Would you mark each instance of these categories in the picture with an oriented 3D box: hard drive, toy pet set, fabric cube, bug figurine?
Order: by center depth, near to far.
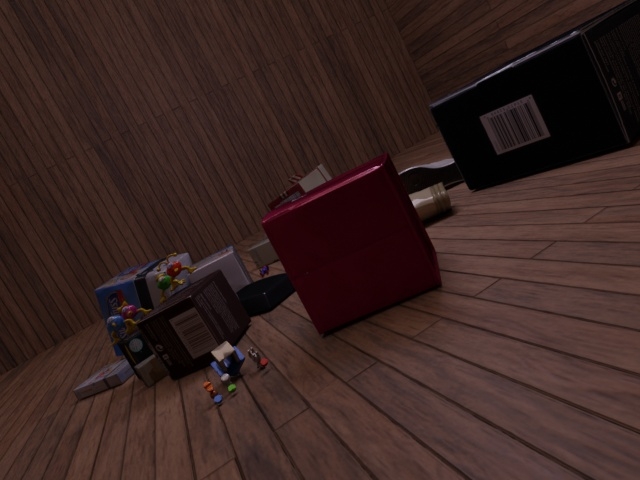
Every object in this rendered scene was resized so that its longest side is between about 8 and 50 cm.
[{"bbox_3d":[-0.171,0.261,1.046,0.122,0.065,0.114,-35,46,-23],"label":"toy pet set"},{"bbox_3d":[0.072,-0.006,1.105,0.258,0.259,0.254,-25,8,15],"label":"fabric cube"},{"bbox_3d":[-0.449,0.148,1.389,0.279,0.072,0.216,-45,4,-18],"label":"bug figurine"},{"bbox_3d":[-0.187,0.164,1.574,0.254,0.054,0.172,-19,12,44],"label":"hard drive"}]

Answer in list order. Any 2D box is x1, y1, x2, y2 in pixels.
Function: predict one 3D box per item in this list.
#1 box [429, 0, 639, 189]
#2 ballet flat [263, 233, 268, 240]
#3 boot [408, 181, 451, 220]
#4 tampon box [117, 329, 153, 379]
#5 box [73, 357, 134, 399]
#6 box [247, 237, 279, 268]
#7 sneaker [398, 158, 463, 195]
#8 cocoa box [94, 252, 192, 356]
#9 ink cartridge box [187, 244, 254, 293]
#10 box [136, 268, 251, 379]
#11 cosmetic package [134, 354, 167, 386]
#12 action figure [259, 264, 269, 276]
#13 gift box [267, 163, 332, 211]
[{"bbox_3d":[0.661,-0.410,1.501,0.471,0.297,0.480,-35,11,-33],"label":"box"},{"bbox_3d":[-0.136,-0.012,2.300,0.316,0.107,0.106,-29,46,44],"label":"ballet flat"},{"bbox_3d":[0.274,-0.099,1.568,0.203,0.095,0.262,-22,3,7],"label":"boot"},{"bbox_3d":[-0.440,0.282,1.449,0.161,0.120,0.101,-34,10,-34],"label":"tampon box"},{"bbox_3d":[-0.619,0.399,1.596,0.186,0.038,0.145,-25,9,24],"label":"box"},{"bbox_3d":[-0.153,0.017,2.180,0.275,0.094,0.113,-22,11,32],"label":"box"},{"bbox_3d":[0.394,-0.218,1.853,0.290,0.106,0.123,-11,7,10],"label":"sneaker"},{"bbox_3d":[-0.553,0.200,1.783,0.228,0.231,0.347,-14,9,0],"label":"cocoa box"},{"bbox_3d":[-0.332,0.133,1.812,0.171,0.168,0.232,-28,9,-6],"label":"ink cartridge box"},{"bbox_3d":[-0.307,0.204,1.330,0.167,0.168,0.203,-28,8,16],"label":"box"},{"bbox_3d":[-0.407,0.315,1.366,0.115,0.060,0.041,-35,12,-31],"label":"cosmetic package"},{"bbox_3d":[-0.213,0.112,2.037,0.038,0.030,0.115,-33,7,0],"label":"action figure"},{"bbox_3d":[-0.064,-0.172,2.409,0.276,0.255,0.258,-24,13,39],"label":"gift box"}]
